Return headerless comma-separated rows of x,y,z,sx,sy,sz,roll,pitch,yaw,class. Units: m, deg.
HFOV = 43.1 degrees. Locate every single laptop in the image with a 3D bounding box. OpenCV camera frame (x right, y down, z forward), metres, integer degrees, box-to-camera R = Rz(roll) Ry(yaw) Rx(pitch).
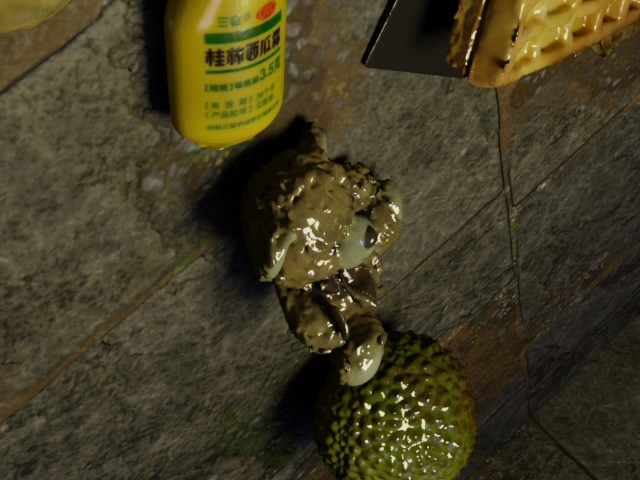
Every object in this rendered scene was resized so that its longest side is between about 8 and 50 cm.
0.138,-0.249,0.917,0.197,0.016,0.135,-5,131,-45,laptop

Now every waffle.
0.274,-0.313,0.884,0.328,0.098,0.224,-30,140,-34,waffle

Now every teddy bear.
0.000,0.000,0.908,0.256,0.156,0.267,71,28,-57,teddy bear

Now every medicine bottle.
-0.075,-0.212,0.644,0.111,0.076,0.309,-28,144,-29,medicine bottle

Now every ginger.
0.422,-0.303,1.169,0.137,0.044,0.057,-32,103,-37,ginger

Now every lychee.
0.118,0.276,1.276,0.320,0.270,0.270,30,103,-38,lychee

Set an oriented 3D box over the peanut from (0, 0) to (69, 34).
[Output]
-0.263,-0.162,0.441,0.275,0.111,0.125,-22,137,-35,peanut
